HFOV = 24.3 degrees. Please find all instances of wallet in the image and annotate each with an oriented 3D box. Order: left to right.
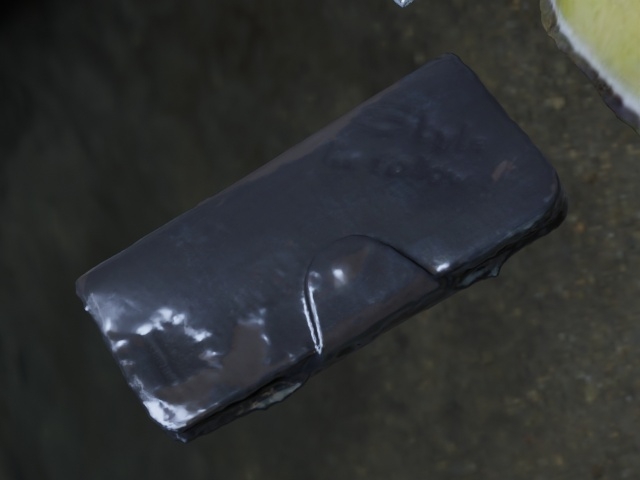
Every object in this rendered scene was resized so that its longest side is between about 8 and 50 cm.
[{"bbox_3d":[0.000,0.000,0.971,0.165,0.309,0.042,54,171,38],"label":"wallet"}]

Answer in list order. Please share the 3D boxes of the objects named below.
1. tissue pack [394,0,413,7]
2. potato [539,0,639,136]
[{"bbox_3d":[0.046,-0.218,0.925,0.079,0.085,0.111,-34,37,9],"label":"tissue pack"},{"bbox_3d":[0.274,-0.169,0.611,0.397,0.290,0.296,38,127,40],"label":"potato"}]
